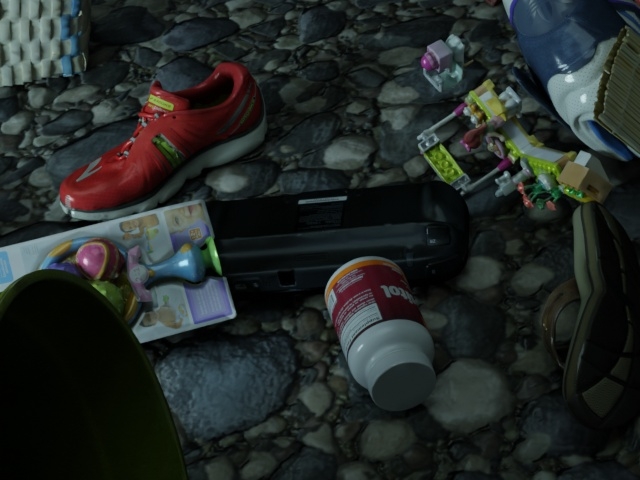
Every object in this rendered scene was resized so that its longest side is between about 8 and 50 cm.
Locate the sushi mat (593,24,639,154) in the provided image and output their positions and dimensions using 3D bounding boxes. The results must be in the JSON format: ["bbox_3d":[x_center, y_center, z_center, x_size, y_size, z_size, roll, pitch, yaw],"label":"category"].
[{"bbox_3d":[0.394,-0.073,1.515,0.019,0.316,0.151,-39,20,45],"label":"sushi mat"}]

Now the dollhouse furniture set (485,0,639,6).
[{"bbox_3d":[0.315,-0.367,1.917,0.152,0.201,0.374,-33,50,-22],"label":"dollhouse furniture set"}]

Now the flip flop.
[{"bbox_3d":[0.253,0.073,1.495,0.080,0.112,0.277,-24,36,27],"label":"flip flop"}]

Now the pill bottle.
[{"bbox_3d":[0.061,0.092,1.526,0.086,0.086,0.152,-16,41,-4],"label":"pill bottle"}]

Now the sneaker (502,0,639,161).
[{"bbox_3d":[0.315,-0.156,1.667,0.130,0.323,0.236,-33,64,18],"label":"sneaker"}]

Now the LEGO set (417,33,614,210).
[{"bbox_3d":[0.193,-0.089,1.683,0.107,0.132,0.287,-33,53,-8],"label":"LEGO set"}]

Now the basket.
[{"bbox_3d":[-0.441,-0.318,2.018,0.289,0.255,0.201,-1,44,-13],"label":"basket"}]

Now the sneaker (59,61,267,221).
[{"bbox_3d":[-0.191,-0.124,1.817,0.279,0.118,0.107,-33,43,-22],"label":"sneaker"}]

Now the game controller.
[{"bbox_3d":[0.000,0.000,1.681,0.319,0.067,0.166,-4,26,9],"label":"game controller"}]

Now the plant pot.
[{"bbox_3d":[-0.336,0.242,1.291,0.353,0.366,0.366,-15,38,17],"label":"plant pot"}]

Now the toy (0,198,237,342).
[{"bbox_3d":[-0.215,0.039,1.583,0.237,0.056,0.137,-13,71,-12],"label":"toy"}]

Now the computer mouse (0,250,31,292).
[{"bbox_3d":[-0.360,0.115,1.598,0.188,0.072,0.272,44,61,4],"label":"computer mouse"}]
